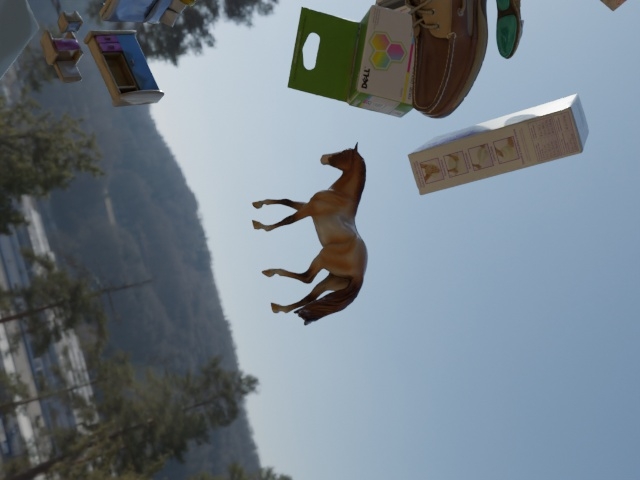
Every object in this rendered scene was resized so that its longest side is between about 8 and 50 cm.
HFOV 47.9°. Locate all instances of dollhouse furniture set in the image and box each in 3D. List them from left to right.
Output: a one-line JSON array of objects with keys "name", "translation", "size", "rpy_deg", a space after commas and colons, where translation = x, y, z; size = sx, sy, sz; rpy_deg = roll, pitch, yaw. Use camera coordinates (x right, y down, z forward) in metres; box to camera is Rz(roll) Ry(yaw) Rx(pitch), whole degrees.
[{"name": "dollhouse furniture set", "translation": [-0.460, -0.489, 1.739], "size": [0.303, 0.286, 0.198], "rpy_deg": [-35, -102, 43]}]

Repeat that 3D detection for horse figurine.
[{"name": "horse figurine", "translation": [0.000, 0.000, 0.992], "size": [0.066, 0.175, 0.263], "rpy_deg": [73, 4, -58]}]

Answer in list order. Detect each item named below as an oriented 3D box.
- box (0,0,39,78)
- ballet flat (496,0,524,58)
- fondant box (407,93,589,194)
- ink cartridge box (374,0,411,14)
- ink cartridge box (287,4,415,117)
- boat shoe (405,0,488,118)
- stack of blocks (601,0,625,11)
[{"name": "box", "translation": [-0.623, -0.347, 1.289], "size": [0.113, 0.094, 0.275], "rpy_deg": [80, 20, -48]}, {"name": "ballet flat", "translation": [0.451, -0.534, 1.697], "size": [0.073, 0.067, 0.206], "rpy_deg": [11, -69, 52]}, {"name": "fondant box", "translation": [0.374, -0.201, 1.501], "size": [0.238, 0.330, 0.096], "rpy_deg": [-37, 109, -62]}, {"name": "ink cartridge box", "translation": [0.286, -0.608, 1.969], "size": [0.285, 0.166, 0.394], "rpy_deg": [22, -78, 53]}, {"name": "ink cartridge box", "translation": [0.078, -0.375, 1.461], "size": [0.097, 0.255, 0.188], "rpy_deg": [160, -59, -75]}, {"name": "boat shoe", "translation": [0.173, -0.342, 1.045], "size": [0.123, 0.116, 0.324], "rpy_deg": [16, -81, 56]}, {"name": "stack of blocks", "translation": [0.572, -0.589, 1.445], "size": [0.171, 0.087, 0.297], "rpy_deg": [-41, -151, 40]}]
